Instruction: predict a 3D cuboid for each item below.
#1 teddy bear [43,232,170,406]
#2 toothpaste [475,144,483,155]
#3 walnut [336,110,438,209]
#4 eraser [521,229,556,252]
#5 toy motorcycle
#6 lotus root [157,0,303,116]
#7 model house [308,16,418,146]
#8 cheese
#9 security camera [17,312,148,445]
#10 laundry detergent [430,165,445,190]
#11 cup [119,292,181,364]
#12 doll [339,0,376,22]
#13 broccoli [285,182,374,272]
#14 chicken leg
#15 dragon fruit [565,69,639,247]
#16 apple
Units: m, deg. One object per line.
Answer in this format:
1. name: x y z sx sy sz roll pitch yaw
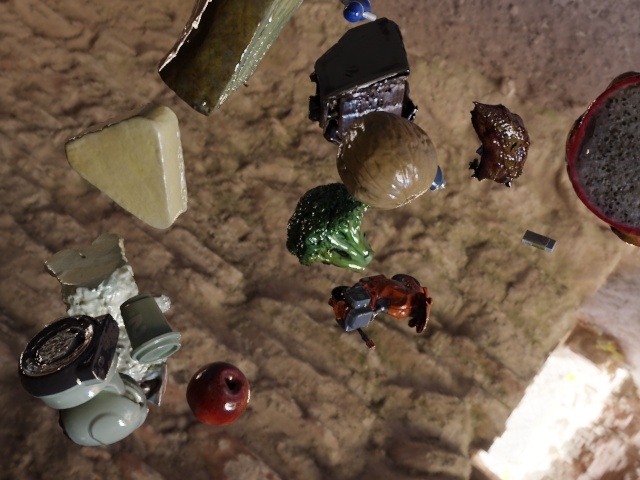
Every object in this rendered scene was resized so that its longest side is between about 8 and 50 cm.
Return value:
1. teddy bear: -0.551 0.222 1.980 0.375 0.327 0.362 37 144 59
2. toothpaste: 0.456 -0.261 2.057 0.027 0.083 0.019 38 160 12
3. walnut: 0.146 -0.182 1.682 0.228 0.228 0.228 36 178 2
4. eraser: 0.582 0.002 2.001 0.083 0.038 0.019 21 143 22
5. toy motorcycle: 0.190 0.185 2.149 0.326 0.148 0.221 -10 -139 -32
6. lotus root: -0.132 -0.366 1.190 0.149 0.260 0.267 33 -152 -7
7. model house: 0.102 -0.385 2.029 0.282 0.297 0.317 83 177 -49
8. cheese: -0.518 -0.194 2.162 0.384 0.104 0.384 14 130 16
9. security camera: -0.479 0.310 1.564 0.197 0.191 0.277 -92 -17 -53
10. laundry detergent: 0.325 -0.223 2.404 0.206 0.096 0.061 28 142 -27
11. cup: -0.386 0.195 1.687 0.141 0.120 0.120 64 -173 18
12. doll: 0.083 -0.534 1.735 0.099 0.057 0.143 30 -155 -2
13. broccoli: 0.042 -0.039 2.178 0.275 0.308 0.308 41 177 -15
14. chicken leg: 0.312 -0.165 1.310 0.234 0.105 0.063 73 -173 -57
15. dragon fruit: 0.592 -0.147 1.318 0.305 0.305 0.226 36 -159 17
16. apple: -0.354 0.531 2.603 0.218 0.201 0.218 32 -150 -21
